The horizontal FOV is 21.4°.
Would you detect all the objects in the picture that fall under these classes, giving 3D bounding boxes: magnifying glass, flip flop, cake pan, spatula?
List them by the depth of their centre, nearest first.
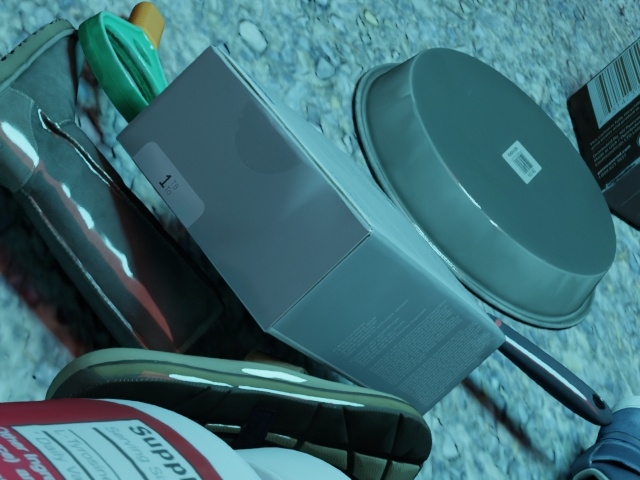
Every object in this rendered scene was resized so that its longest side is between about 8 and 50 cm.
[{"bbox_3d":[-0.045,0.108,1.021,0.277,0.112,0.080,17,28,-34],"label":"flip flop"},{"bbox_3d":[-0.128,-0.131,1.185,0.092,0.026,0.231,56,8,-17],"label":"magnifying glass"},{"bbox_3d":[0.098,0.055,1.290,0.296,0.030,0.084,32,31,3],"label":"spatula"},{"bbox_3d":[0.156,-0.057,1.502,0.293,0.054,0.293,33,33,-25],"label":"cake pan"}]

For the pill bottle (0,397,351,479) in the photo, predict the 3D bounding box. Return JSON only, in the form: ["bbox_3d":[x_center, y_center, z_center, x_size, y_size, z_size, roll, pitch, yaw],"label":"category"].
[{"bbox_3d":[-0.146,0.178,0.668,0.408,0.229,0.229,4,51,-51],"label":"pill bottle"}]

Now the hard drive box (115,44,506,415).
[{"bbox_3d":[0.000,0.000,1.096,0.181,0.089,0.232,51,7,32],"label":"hard drive box"}]

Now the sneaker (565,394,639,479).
[{"bbox_3d":[0.270,0.239,1.271,0.226,0.086,0.163,50,29,4],"label":"sneaker"}]

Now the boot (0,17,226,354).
[{"bbox_3d":[-0.136,-0.030,1.078,0.208,0.076,0.189,41,33,-6],"label":"boot"}]

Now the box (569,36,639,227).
[{"bbox_3d":[0.393,-0.101,1.741,0.203,0.168,0.167,29,34,-28],"label":"box"}]
